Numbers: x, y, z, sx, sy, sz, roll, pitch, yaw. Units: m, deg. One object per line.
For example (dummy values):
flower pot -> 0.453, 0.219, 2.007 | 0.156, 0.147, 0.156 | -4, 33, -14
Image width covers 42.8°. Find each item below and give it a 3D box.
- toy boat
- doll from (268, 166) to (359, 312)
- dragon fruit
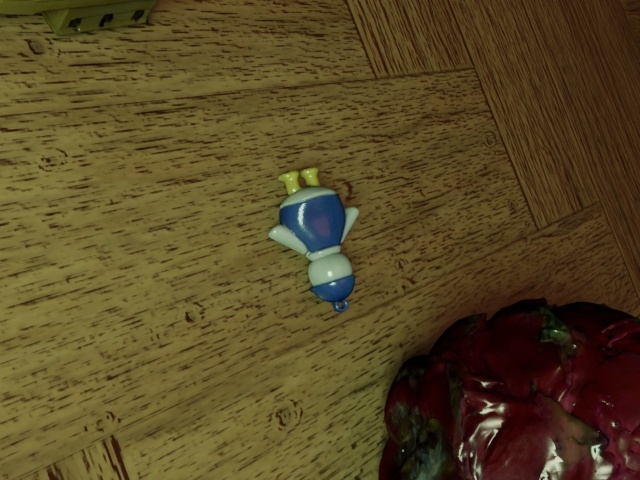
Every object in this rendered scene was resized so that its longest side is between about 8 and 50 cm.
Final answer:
toy boat -> -0.186, -0.206, 0.654 | 0.201, 0.077, 0.057 | -25, 79, -47
doll -> 0.000, 0.000, 0.779 | 0.099, 0.058, 0.142 | -17, 86, -28
dragon fruit -> 0.209, 0.203, 0.735 | 0.329, 0.329, 0.329 | 22, 58, -40
